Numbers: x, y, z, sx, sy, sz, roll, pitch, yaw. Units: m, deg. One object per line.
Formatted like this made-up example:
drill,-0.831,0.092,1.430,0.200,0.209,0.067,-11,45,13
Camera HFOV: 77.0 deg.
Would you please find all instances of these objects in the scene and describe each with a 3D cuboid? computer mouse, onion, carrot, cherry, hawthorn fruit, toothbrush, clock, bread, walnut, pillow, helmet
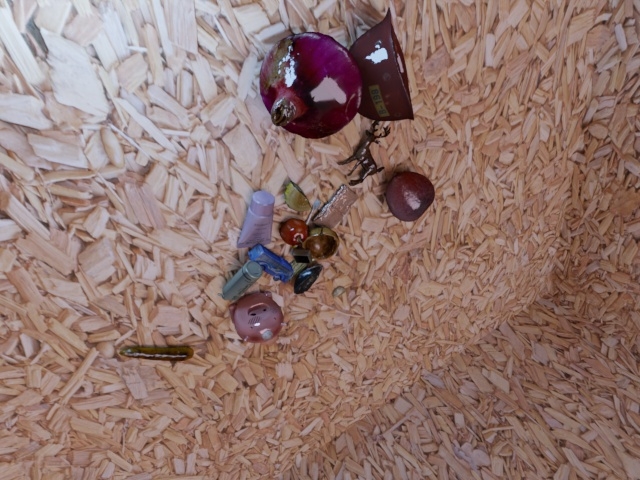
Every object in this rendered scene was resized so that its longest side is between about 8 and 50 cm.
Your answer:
computer mouse,-0.067,0.182,1.960,0.192,0.062,0.105,-47,151,-8
onion,-0.053,-0.466,1.279,0.385,0.349,0.347,-60,151,-44
carrot,-0.721,0.500,1.781,0.315,0.066,0.066,13,113,-37
cherry,0.408,-0.218,1.893,0.240,0.206,0.238,0,102,0
hawthorn fruit,-0.114,-0.036,1.742,0.125,0.140,0.124,-1,102,-2
toothbrush,-0.070,-0.055,1.816,0.021,0.024,0.288,12,115,-40
clock,-0.282,0.355,1.834,0.228,0.241,0.142,-18,126,-20
bread,-0.100,-0.172,1.674,0.094,0.083,0.157,-48,131,10
walnut,0.000,-0.001,1.845,0.167,0.086,0.211,2,144,-8
pillow,0.071,-0.141,1.835,0.232,0.043,0.126,-48,138,3
helmet,0.191,-0.585,1.438,0.231,0.337,0.385,-12,143,20

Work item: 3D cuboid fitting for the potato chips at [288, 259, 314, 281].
potato chips,-0.093,0.116,1.922,0.208,0.028,0.092,-39,135,0

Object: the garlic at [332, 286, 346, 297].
garlic,0.102,0.275,2.153,0.083,0.041,0.053,-22,136,-27

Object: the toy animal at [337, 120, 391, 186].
toy animal,0.200,-0.372,1.738,0.260,0.087,0.243,-40,147,-3

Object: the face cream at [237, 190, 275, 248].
face cream,-0.256,-0.072,1.656,0.154,0.096,0.273,-11,140,-30

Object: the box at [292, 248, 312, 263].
box,-0.084,0.073,1.851,0.084,0.035,0.079,2,149,13

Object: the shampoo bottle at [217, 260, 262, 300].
shampoo bottle,-0.351,0.189,1.738,0.085,0.085,0.262,14,138,-38

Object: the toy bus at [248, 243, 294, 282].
toy bus,-0.215,0.107,1.792,0.094,0.079,0.237,-37,135,16
